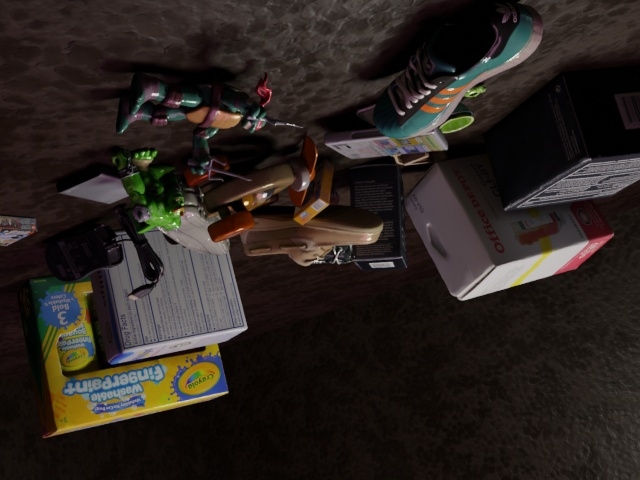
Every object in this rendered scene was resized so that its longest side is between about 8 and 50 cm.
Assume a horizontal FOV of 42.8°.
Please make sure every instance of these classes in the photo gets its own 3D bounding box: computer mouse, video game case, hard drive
[{"bbox_3d":[-0.429,0.044,1.662,0.262,0.184,0.060,-24,-170,27],"label":"computer mouse"},{"bbox_3d":[0.125,-0.180,1.485,0.193,0.023,0.212,-4,177,14],"label":"video game case"},{"bbox_3d":[-0.376,-0.096,1.414,0.094,0.022,0.135,-19,167,21],"label":"hard drive"}]

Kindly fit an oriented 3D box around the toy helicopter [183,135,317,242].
[{"bbox_3d":[-0.111,-0.101,1.557,0.235,0.140,0.355,-24,179,-2],"label":"toy helicopter"}]

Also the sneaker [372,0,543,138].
[{"bbox_3d":[0.169,-0.251,1.191,0.121,0.108,0.302,-1,153,-46],"label":"sneaker"}]

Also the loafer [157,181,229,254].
[{"bbox_3d":[-0.262,-0.036,1.642,0.111,0.112,0.319,-11,161,7],"label":"loafer"}]

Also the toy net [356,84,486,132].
[{"bbox_3d":[0.177,-0.226,1.433,0.232,0.045,0.122,-9,167,-24],"label":"toy net"}]

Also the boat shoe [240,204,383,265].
[{"bbox_3d":[-0.020,-0.009,1.689,0.341,0.110,0.121,4,-163,35],"label":"boat shoe"}]

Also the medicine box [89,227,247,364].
[{"bbox_3d":[-0.343,0.110,1.809,0.289,0.263,0.149,-8,166,-27],"label":"medicine box"}]

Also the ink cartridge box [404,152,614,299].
[{"bbox_3d":[0.425,-0.051,1.848,0.384,0.279,0.160,-13,155,-32],"label":"ink cartridge box"}]

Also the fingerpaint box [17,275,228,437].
[{"bbox_3d":[-0.496,0.262,2.065,0.445,0.371,0.163,-6,165,-32],"label":"fingerpaint box"}]

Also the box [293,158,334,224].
[{"bbox_3d":[-0.012,-0.102,1.616,0.028,0.136,0.081,33,130,-25],"label":"box"}]

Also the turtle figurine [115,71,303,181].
[{"bbox_3d":[-0.155,-0.169,1.133,0.234,0.118,0.175,8,144,-25],"label":"turtle figurine"}]

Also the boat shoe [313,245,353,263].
[{"bbox_3d":[0.063,0.013,2.195,0.302,0.091,0.114,-16,140,-19],"label":"boat shoe"}]

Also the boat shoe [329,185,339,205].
[{"bbox_3d":[0.003,-0.096,1.797,0.066,0.066,0.183,-34,163,-5],"label":"boat shoe"}]

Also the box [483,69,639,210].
[{"bbox_3d":[0.542,-0.201,1.650,0.296,0.183,0.294,-8,165,-22],"label":"box"}]

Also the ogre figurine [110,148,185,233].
[{"bbox_3d":[-0.282,-0.078,1.380,0.097,0.118,0.197,-13,168,-6],"label":"ogre figurine"}]

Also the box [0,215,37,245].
[{"bbox_3d":[-0.601,-0.019,1.484,0.094,0.027,0.137,-20,167,29],"label":"box"}]

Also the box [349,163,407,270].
[{"bbox_3d":[0.127,-0.047,1.771,0.108,0.207,0.153,-4,168,9],"label":"box"}]

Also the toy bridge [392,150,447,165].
[{"bbox_3d":[0.197,-0.178,1.717,0.063,0.026,0.188,-21,167,36],"label":"toy bridge"}]
